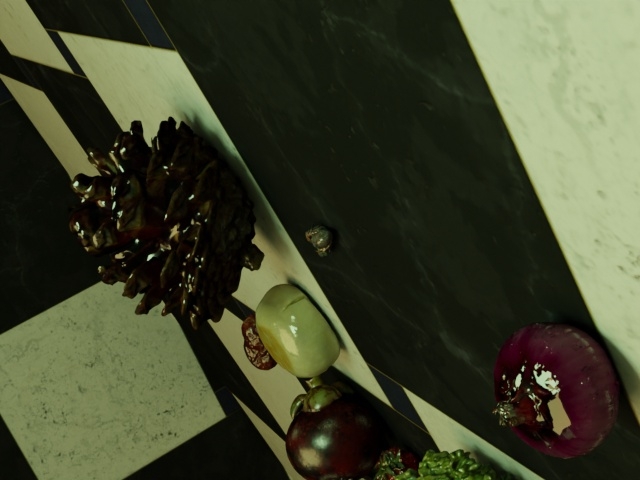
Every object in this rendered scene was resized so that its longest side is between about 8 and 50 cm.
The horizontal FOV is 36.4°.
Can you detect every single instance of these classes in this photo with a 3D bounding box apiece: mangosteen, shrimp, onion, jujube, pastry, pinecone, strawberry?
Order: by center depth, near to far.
[{"bbox_3d":[0.187,0.123,0.796,0.115,0.104,0.115,44,144,45],"label":"onion"},{"bbox_3d":[-0.002,-0.002,1.206,0.038,0.029,0.092,48,168,11],"label":"shrimp"},{"bbox_3d":[-0.221,-0.028,1.379,0.296,0.242,0.298,46,169,12],"label":"pinecone"},{"bbox_3d":[-0.040,0.143,1.541,0.156,0.092,0.156,42,155,25],"label":"pastry"},{"bbox_3d":[0.137,0.397,1.609,0.106,0.106,0.106,47,164,17],"label":"strawberry"},{"bbox_3d":[0.019,0.323,1.668,0.200,0.200,0.200,47,164,17],"label":"mangosteen"},{"bbox_3d":[-0.122,0.201,1.948,0.077,0.077,0.129,36,154,45],"label":"jujube"}]

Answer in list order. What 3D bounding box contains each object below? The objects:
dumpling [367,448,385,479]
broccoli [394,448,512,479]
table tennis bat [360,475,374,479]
[{"bbox_3d":[0.084,0.436,1.871,0.166,0.086,0.332,33,152,43],"label":"dumpling"},{"bbox_3d":[0.157,0.361,1.229,0.242,0.273,0.180,161,105,-73],"label":"broccoli"},{"bbox_3d":[0.121,0.504,1.831,0.301,0.022,0.173,28,146,13],"label":"table tennis bat"}]
